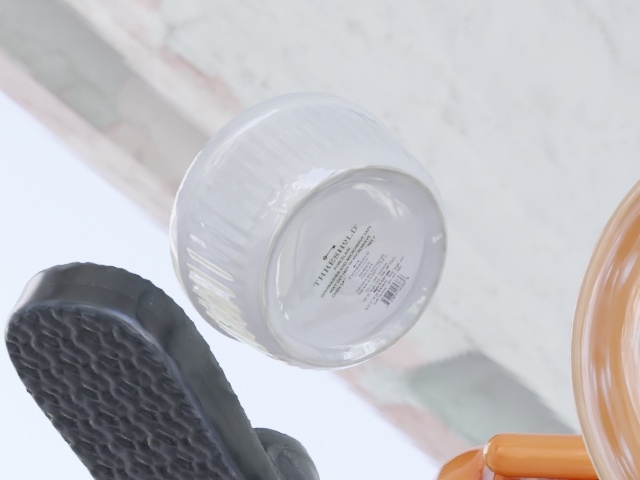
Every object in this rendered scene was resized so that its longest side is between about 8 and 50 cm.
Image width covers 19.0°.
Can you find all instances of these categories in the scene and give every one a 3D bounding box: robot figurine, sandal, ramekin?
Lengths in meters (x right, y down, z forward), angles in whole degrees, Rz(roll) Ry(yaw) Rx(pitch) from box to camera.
[{"bbox_3d":[0.157,0.191,1.215,0.219,0.128,0.158,-4,-13,17],"label":"robot figurine"},{"bbox_3d":[-0.061,0.169,1.315,0.167,0.107,0.446,1,-47,27],"label":"sandal"},{"bbox_3d":[0.000,0.000,1.449,0.109,0.207,0.207,35,-16,52],"label":"ramekin"}]

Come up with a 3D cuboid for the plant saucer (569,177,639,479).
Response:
[{"bbox_3d":[0.190,0.043,0.681,0.200,0.200,0.037,25,-6,19],"label":"plant saucer"}]
